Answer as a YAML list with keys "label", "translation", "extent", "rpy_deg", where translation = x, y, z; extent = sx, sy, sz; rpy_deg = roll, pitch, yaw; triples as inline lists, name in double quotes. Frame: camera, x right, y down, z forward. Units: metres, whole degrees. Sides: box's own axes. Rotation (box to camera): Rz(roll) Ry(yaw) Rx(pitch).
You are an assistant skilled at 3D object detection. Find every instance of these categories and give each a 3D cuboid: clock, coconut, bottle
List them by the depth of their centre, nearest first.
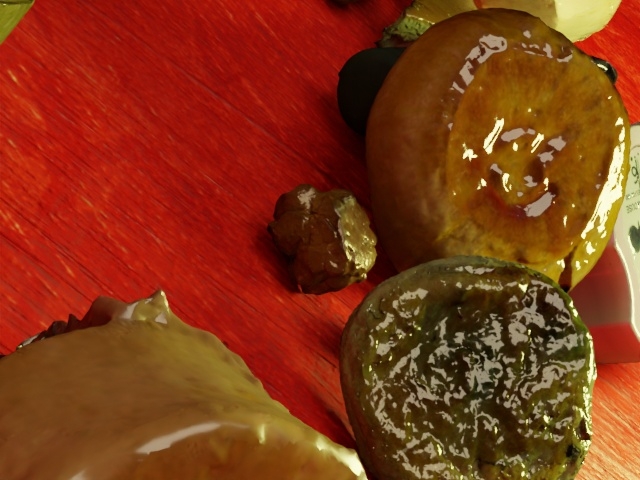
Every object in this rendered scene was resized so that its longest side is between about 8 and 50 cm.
- label: "bottle"
  translation: [0.157, -0.178, 1.697]
  extent: [0.336, 0.144, 0.144]
  rpy_deg: [-2, 60, -50]
- label: "clock"
  translation: [0.408, 0.012, 1.769]
  extent: [0.338, 0.102, 0.339]
  rpy_deg: [15, 70, -48]
- label: "coconut"
  translation: [0.334, -0.414, 2.055]
  extent: [0.259, 0.259, 0.259]
  rpy_deg: [30, 39, -28]

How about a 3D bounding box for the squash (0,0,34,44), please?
- label: "squash"
  translation: [-0.361, -0.236, 1.178]
  extent: [0.220, 0.133, 0.220]
  rpy_deg: [29, 35, -23]

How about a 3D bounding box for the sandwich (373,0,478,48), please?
- label: "sandwich"
  translation: [0.153, -0.280, 1.841]
  extent: [0.088, 0.090, 0.244]
  rpy_deg: [46, 31, 0]

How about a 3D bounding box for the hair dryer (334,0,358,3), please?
- label: "hair dryer"
  translation: [0.138, -0.351, 1.761]
  extent: [0.135, 0.278, 0.090]
  rpy_deg: [-36, 129, -57]

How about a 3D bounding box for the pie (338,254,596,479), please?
- label: "pie"
  translation: [0.147, 0.146, 1.342]
  extent: [0.277, 0.078, 0.277]
  rpy_deg: [4, 73, -13]

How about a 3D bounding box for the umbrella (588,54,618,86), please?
- label: "umbrella"
  translation: [0.362, -0.216, 2.018]
  extent: [0.272, 0.110, 0.122]
  rpy_deg: [-6, 62, -56]

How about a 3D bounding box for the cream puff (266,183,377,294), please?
- label: "cream puff"
  translation: [0.000, 0.000, 1.402]
  extent: [0.122, 0.094, 0.116]
  rpy_deg: [56, 29, -37]

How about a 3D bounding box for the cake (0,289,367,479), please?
- label: "cake"
  translation: [-0.163, 0.191, 0.906]
  extent: [0.332, 0.332, 0.321]
  rpy_deg: [19, 8, -38]

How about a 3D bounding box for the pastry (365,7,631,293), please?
- label: "pastry"
  translation: [0.194, -0.084, 1.532]
  extent: [0.356, 0.164, 0.356]
  rpy_deg: [-6, 102, -30]
